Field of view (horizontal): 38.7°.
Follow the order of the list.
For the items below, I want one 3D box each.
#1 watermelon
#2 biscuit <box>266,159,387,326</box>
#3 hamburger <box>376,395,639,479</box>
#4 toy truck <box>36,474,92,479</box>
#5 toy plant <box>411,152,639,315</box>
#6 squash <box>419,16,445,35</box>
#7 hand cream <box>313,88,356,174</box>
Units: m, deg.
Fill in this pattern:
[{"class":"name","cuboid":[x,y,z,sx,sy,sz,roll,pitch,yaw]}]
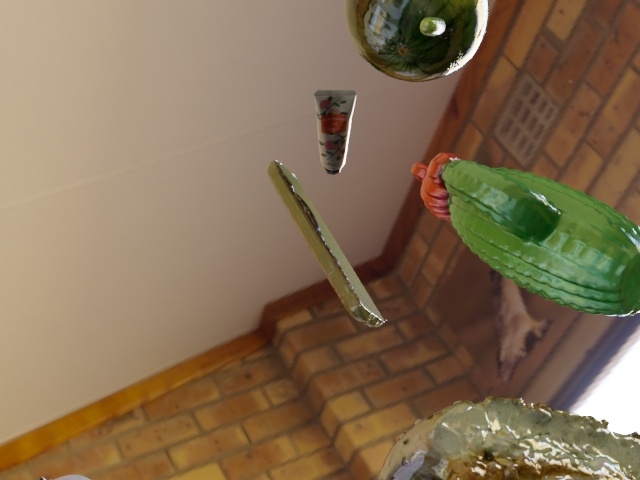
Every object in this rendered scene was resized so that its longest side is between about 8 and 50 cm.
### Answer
[{"class":"watermelon","cuboid":[0.157,-0.381,1.495,0.242,0.242,0.242,-25,-31,-16]},{"class":"biscuit","cuboid":[0.000,0.000,1.404,0.038,0.322,0.099,-37,-31,8]},{"class":"hamburger","cuboid":[0.199,0.318,0.937,0.318,0.195,0.276,16,-43,-11]},{"class":"toy truck","cuboid":[-0.212,0.331,0.941,0.155,0.124,0.268,-43,-36,-5]},{"class":"toy plant","cuboid":[0.158,-0.017,0.730,0.088,0.240,0.155,-57,-21,2]},{"class":"squash","cuboid":[0.151,-0.282,1.198,0.027,0.027,0.089,-49,-5,24]},{"class":"hand cream","cuboid":[0.027,-0.213,1.781,0.080,0.050,0.234,-2,-34,-1]}]
